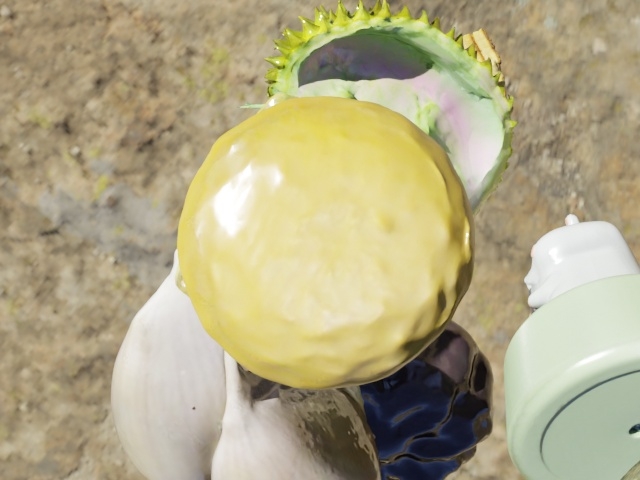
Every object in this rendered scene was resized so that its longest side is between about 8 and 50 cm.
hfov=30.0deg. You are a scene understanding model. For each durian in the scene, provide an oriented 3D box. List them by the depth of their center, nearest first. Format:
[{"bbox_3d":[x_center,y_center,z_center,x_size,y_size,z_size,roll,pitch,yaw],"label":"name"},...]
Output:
[{"bbox_3d":[0.096,-0.161,1.380,0.352,0.169,0.158,28,155,-28],"label":"durian"}]

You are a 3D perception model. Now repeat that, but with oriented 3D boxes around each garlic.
[{"bbox_3d":[-0.058,0.160,1.150,0.231,0.246,0.340,33,154,43],"label":"garlic"}]

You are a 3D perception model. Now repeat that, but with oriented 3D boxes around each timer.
[{"bbox_3d":[0.334,0.104,1.419,0.291,0.315,0.291,-5,134,-5],"label":"timer"}]

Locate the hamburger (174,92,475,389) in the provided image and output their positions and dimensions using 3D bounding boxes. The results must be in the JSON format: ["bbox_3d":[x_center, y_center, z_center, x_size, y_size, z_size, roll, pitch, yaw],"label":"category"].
[{"bbox_3d":[0.000,0.000,0.636,0.162,0.115,0.162,0,91,-8],"label":"hamburger"}]

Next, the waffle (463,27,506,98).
[{"bbox_3d":[0.227,-0.223,1.649,0.042,0.148,0.102,-12,118,4],"label":"waffle"}]

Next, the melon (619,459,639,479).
[{"bbox_3d":[0.284,0.217,0.718,0.237,0.302,0.237,22,120,45],"label":"melon"}]

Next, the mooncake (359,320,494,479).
[{"bbox_3d":[0.079,0.210,1.522,0.283,0.141,0.283,4,136,4],"label":"mooncake"}]
